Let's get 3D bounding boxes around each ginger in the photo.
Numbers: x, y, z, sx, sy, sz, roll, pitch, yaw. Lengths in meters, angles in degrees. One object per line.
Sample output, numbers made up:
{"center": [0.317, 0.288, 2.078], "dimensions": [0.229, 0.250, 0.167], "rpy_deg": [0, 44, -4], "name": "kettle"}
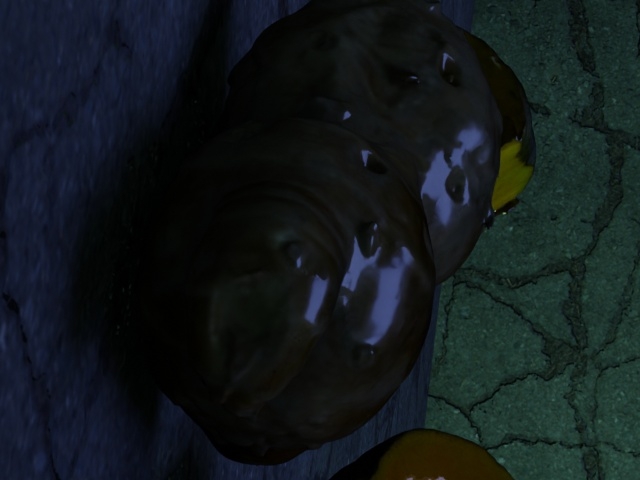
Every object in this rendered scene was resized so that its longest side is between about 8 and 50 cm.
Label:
{"center": [0.000, 0.000, 0.766], "dimensions": [0.375, 0.176, 0.256], "rpy_deg": [-61, 171, -67], "name": "ginger"}

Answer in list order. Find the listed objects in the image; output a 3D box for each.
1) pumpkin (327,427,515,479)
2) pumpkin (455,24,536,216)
{"center": [0.030, 0.241, 0.775], "dimensions": [0.317, 0.139, 0.222], "rpy_deg": [-9, 66, -59], "name": "pumpkin"}
{"center": [0.074, -0.032, 1.113], "dimensions": [0.139, 0.190, 0.280], "rpy_deg": [75, 24, -68], "name": "pumpkin"}
